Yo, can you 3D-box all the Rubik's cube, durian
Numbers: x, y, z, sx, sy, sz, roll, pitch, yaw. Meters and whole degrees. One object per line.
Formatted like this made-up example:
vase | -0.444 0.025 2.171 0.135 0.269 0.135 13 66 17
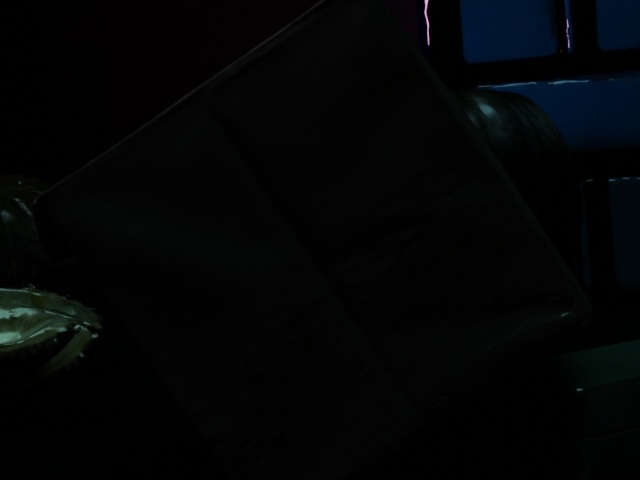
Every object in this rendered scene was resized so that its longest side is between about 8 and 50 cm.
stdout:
Rubik's cube | 0.230 -0.103 1.458 0.288 0.283 0.293 -3 2 7
durian | -0.188 0.062 0.991 0.140 0.071 0.110 9 8 -3

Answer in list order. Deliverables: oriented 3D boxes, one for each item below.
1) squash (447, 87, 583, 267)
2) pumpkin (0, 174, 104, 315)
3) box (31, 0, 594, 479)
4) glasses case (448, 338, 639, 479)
squash | 0.069 -0.025 1.236 0.218 0.172 0.218 13 13 -3
pumpkin | -0.256 0.011 1.209 0.219 0.162 0.219 -2 8 0
box | 0.000 0.000 0.759 0.155 0.149 0.231 -35 1 3
glasses case | 0.143 0.066 0.781 0.184 0.039 0.078 -7 4 -39
